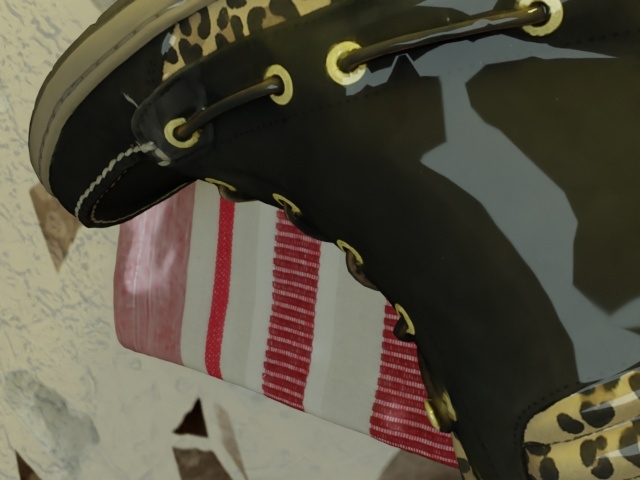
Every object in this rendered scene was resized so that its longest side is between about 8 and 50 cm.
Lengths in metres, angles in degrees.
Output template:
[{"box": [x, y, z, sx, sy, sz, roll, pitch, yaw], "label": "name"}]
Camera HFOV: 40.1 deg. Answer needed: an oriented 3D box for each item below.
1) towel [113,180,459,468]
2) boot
[{"box": [0.000, 0.000, 0.534, 0.329, 0.037, 0.237, 14, 109, 30], "label": "towel"}, {"box": [0.028, -0.006, 0.409, 0.377, 0.138, 0.284, -28, 90, 38], "label": "boot"}]
